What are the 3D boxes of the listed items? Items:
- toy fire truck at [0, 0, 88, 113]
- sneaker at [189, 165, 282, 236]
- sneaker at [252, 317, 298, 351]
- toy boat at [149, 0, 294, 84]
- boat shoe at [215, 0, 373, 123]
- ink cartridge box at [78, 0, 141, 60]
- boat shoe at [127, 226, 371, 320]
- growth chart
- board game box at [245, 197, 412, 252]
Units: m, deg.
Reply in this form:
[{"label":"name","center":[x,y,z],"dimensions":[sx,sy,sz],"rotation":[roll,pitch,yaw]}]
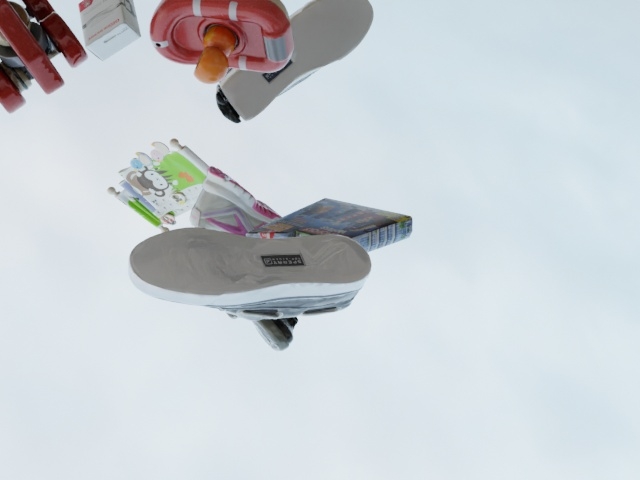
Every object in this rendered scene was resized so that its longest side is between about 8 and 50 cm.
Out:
[{"label":"toy fire truck","center":[-0.537,-0.375,1.868],"dimensions":[0.169,0.254,0.302],"rotation":[-37,-129,-6]},{"label":"sneaker","center":[-0.122,-0.015,1.852],"dimensions":[0.252,0.111,0.103],"rotation":[37,180,-35]},{"label":"sneaker","center":[-0.056,0.099,1.799],"dimensions":[0.087,0.130,0.227],"rotation":[57,178,-13]},{"label":"toy boat","center":[-0.165,-0.312,1.799],"dimensions":[0.231,0.151,0.151],"rotation":[9,-125,14]},{"label":"boat shoe","center":[-0.061,-0.364,2.137],"dimensions":[0.127,0.341,0.158],"rotation":[55,-176,-22]},{"label":"ink cartridge box","center":[-0.460,-0.480,2.458],"dimensions":[0.063,0.109,0.150],"rotation":[42,-155,-49]},{"label":"boat shoe","center":[-0.090,0.052,1.377],"dimensions":[0.301,0.102,0.108],"rotation":[-2,-131,-24]},{"label":"growth chart","center":[-0.274,-0.097,2.006],"dimensions":[0.172,0.237,0.021],"rotation":[35,-131,-28]},{"label":"board game box","center":[0.000,0.000,1.639],"dimensions":[0.194,0.060,0.194],"rotation":[-19,-158,-36]}]
